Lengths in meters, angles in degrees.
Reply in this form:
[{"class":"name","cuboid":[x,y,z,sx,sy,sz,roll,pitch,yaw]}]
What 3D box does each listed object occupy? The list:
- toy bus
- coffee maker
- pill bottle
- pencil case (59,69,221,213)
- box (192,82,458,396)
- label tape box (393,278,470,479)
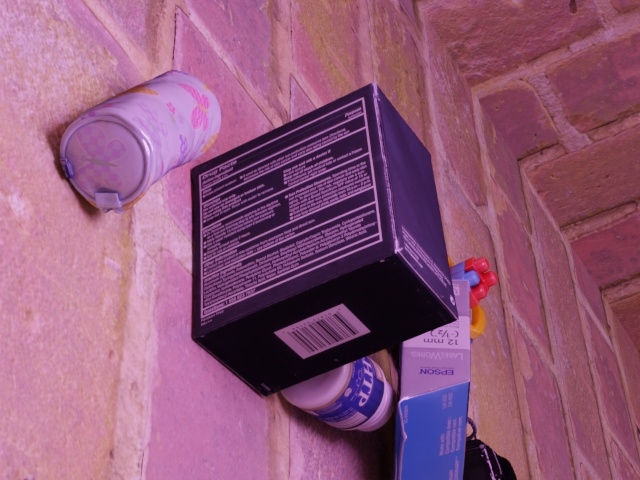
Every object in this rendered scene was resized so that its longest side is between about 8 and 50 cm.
[{"class":"toy bus","cuboid":[0.212,0.120,2.265,0.220,0.211,0.149,60,20,-22]},{"class":"coffee maker","cuboid":[0.271,0.393,2.217,0.178,0.120,0.171,44,51,-68]},{"class":"pill bottle","cuboid":[0.029,0.204,1.854,0.186,0.112,0.112,38,35,-54]},{"class":"pencil case","cuboid":[-0.209,-0.124,1.601,0.273,0.113,0.124,-53,129,-67]},{"class":"box","cuboid":[0.000,0.000,1.728,0.183,0.296,0.294,46,29,-44]},{"class":"label tape box","cuboid":[0.169,0.259,1.998,0.348,0.115,0.249,-85,175,-53]}]
